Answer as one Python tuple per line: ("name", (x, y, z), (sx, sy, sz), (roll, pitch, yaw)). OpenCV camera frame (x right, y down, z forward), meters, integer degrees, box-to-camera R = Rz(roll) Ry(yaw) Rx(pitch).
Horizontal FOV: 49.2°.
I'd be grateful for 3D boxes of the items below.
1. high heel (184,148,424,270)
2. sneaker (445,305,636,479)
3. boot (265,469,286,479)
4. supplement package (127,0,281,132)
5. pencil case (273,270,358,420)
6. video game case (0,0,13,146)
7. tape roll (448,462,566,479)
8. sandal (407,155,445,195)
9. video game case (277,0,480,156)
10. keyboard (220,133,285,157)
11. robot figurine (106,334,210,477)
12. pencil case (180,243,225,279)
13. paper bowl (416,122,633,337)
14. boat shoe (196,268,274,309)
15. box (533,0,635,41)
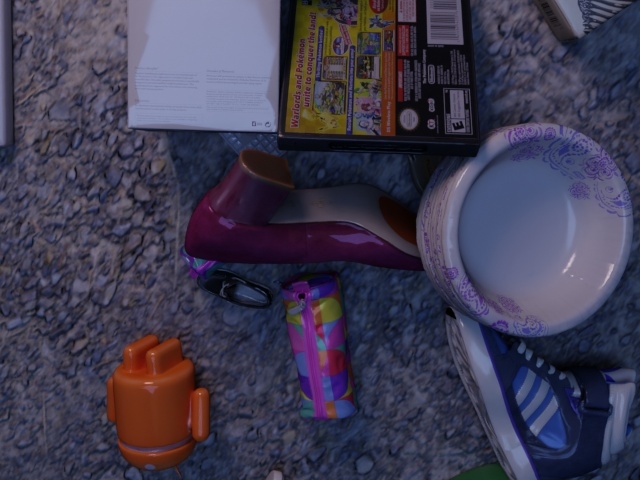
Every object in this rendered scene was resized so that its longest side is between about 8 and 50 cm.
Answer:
("high heel", (0.000, 0.000, 1.012), (0.377, 0.127, 0.181), (23, 127, -25))
("sneaker", (0.349, 0.204, 1.065), (0.236, 0.130, 0.322), (-23, 96, -3))
("boot", (-0.067, 0.470, 1.167), (0.086, 0.069, 0.189), (15, 111, -8))
("supplement package", (-0.150, -0.248, 0.944), (0.194, 0.149, 0.203), (1, 98, -4))
("pencil case", (-0.003, 0.160, 1.072), (0.105, 0.104, 0.236), (-9, 103, 4))
("video game case", (-0.603, -0.312, 1.020), (0.300, 0.036, 0.328), (5, 103, 1))
("tape roll", (0.311, 0.529, 1.155), (0.322, 0.077, 0.321), (1, 103, 3))
("sandal", (0.146, -0.147, 1.021), (0.072, 0.049, 0.180), (-18, 101, 6))
("video game case", (0.077, -0.233, 0.926), (0.249, 0.035, 0.274), (2, 61, 2))
("keyboard", (-0.153, -0.214, 1.036), (0.072, 0.014, 0.256), (-40, 98, 10))
("robot figurine", (-0.254, 0.261, 1.089), (0.158, 0.128, 0.219), (-4, 103, -14))
("pencil case", (-0.135, -0.004, 1.053), (0.152, 0.070, 0.064), (-34, 123, 10))
("paper bowl", (0.270, -0.017, 0.972), (0.285, 0.148, 0.284), (-1, 95, -17))
("boat shoe", (-0.134, 0.078, 1.089), (0.125, 0.038, 0.046), (20, 103, -2))
("box", (0.422, -0.390, 0.931), (0.275, 0.094, 0.113), (-35, 99, 10))
